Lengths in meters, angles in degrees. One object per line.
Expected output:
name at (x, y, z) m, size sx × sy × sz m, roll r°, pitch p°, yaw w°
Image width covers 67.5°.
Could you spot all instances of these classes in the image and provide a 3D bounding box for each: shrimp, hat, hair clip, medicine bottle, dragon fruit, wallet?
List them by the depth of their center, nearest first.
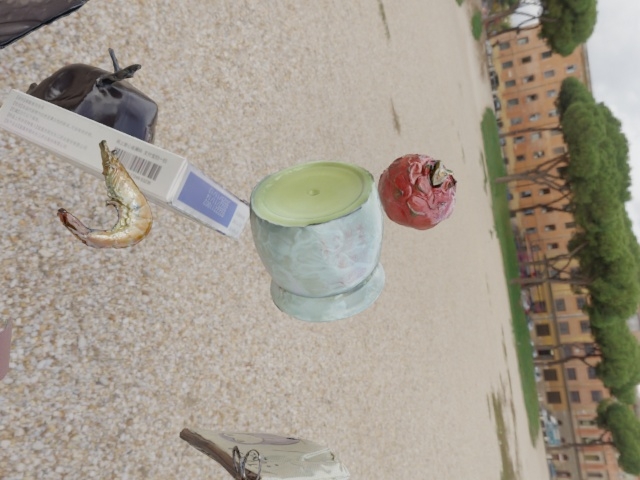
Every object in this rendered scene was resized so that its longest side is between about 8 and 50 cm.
hair clip at (-0.319, 0.111, 0.465) m, size 0.137 × 0.022 × 0.054 m, roll -172°, pitch -91°, yaw -73°
shrimp at (-0.228, -0.050, 0.501) m, size 0.091 × 0.025 × 0.127 m, roll -9°, pitch 71°, yaw -38°
medicine bottle at (0.000, 0.000, 0.550) m, size 0.147 × 0.147 × 0.143 m, roll -72°, pitch 158°, yaw -49°
wallet at (-0.103, 0.405, 0.909) m, size 0.275 × 0.335 × 0.068 m, roll 23°, pitch 72°, yaw -32°
hat at (-0.412, -0.272, 1.033) m, size 0.336 × 0.209 × 0.238 m, roll 41°, pitch 7°, yaw -20°
dragon fruit at (0.215, -0.108, 1.059) m, size 0.209 × 0.172 × 0.172 m, roll -158°, pitch -125°, yaw -78°

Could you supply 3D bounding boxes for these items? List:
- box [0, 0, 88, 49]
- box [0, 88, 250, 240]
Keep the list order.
box at (-0.465, -0.395, 0.665) m, size 0.153 × 0.188 × 0.252 m, roll 57°, pitch -10°, yaw -15°
box at (-0.291, -0.111, 0.729) m, size 0.065 × 0.343 × 0.200 m, roll -65°, pitch 159°, yaw -6°
